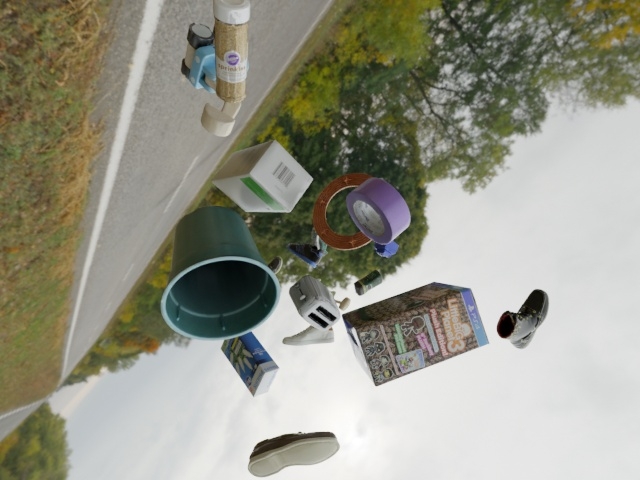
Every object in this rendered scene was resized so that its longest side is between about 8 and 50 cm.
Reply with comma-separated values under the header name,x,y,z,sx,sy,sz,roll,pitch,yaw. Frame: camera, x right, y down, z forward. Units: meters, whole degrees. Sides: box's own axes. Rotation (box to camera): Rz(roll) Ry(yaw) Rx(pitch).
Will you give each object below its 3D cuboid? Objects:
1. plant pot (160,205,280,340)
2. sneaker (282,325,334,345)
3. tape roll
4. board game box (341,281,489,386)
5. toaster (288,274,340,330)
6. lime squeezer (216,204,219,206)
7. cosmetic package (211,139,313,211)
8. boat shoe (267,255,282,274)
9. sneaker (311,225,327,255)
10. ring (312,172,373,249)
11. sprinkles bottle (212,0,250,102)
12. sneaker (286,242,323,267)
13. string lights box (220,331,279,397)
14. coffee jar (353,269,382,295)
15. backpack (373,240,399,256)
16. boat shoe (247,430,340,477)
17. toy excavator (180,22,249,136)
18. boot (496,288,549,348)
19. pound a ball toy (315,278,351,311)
name,x,y,z,sx,sy,sz,roll,pitch,yaw
plant pot,-0.332,0.081,1.310,0.341,0.341,0.334,-43,-140,13
sneaker,-0.069,0.504,2.229,0.290,0.123,0.106,-2,175,-17
tape roll,0.169,-0.086,1.212,0.080,0.189,0.189,-38,-171,-19
board game box,0.225,0.224,1.046,0.290,0.141,0.232,-18,180,-7
toaster,-0.014,0.250,1.589,0.129,0.227,0.146,-39,-143,8
lime squeezer,-0.540,-0.025,2.191,0.058,0.311,0.110,-5,169,19
cosmetic package,-0.216,-0.215,1.446,0.365,0.197,0.155,3,-124,57
boat shoe,-0.230,0.138,1.897,0.152,0.056,0.049,-58,159,18
sneaker,0.000,0.000,1.971,0.065,0.076,0.167,8,-82,60
ring,0.116,-0.126,1.675,0.336,0.336,0.032,-45,149,5
sprinkles bottle,-0.318,-0.676,1.464,0.121,0.121,0.355,-54,169,-36
sneaker,-0.069,0.047,1.911,0.232,0.081,0.090,31,-96,48
string lights box,-0.278,0.458,1.594,0.076,0.259,0.133,-1,124,-47
coffee jar,0.294,0.265,2.548,0.184,0.096,0.079,-29,-138,-19
backpack,0.351,0.035,2.276,0.101,0.098,0.120,-56,-150,-12
boat shoe,-0.091,0.705,1.394,0.324,0.117,0.097,-21,-160,8
toy excavator,-0.419,-0.683,1.746,0.433,0.445,0.222,-39,173,-41
boot,0.728,0.269,1.470,0.085,0.178,0.236,25,-90,49
pound a ball toy,-0.007,0.328,2.234,0.136,0.208,0.319,-56,-164,-24
